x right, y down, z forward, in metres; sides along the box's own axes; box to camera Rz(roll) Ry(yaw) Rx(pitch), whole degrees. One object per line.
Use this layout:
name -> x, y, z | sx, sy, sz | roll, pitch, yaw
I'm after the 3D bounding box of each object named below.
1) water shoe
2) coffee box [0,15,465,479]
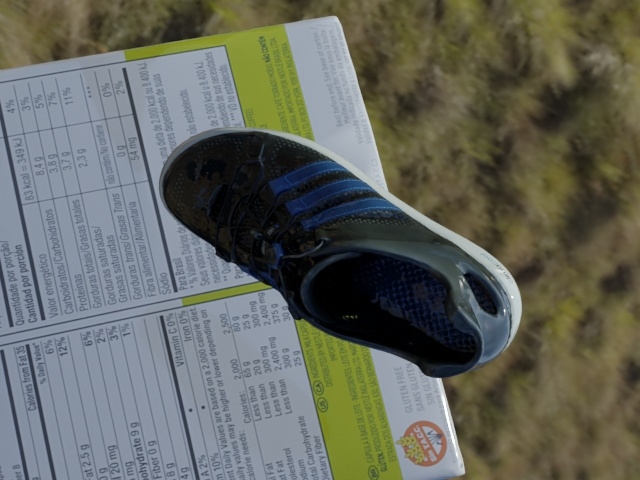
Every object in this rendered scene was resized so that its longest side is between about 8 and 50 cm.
water shoe -> 0.000, 0.000, 0.660 | 0.080, 0.203, 0.073 | -22, 132, -65
coffee box -> -0.129, 0.068, 1.044 | 0.334, 0.338, 0.337 | -12, 167, -13
